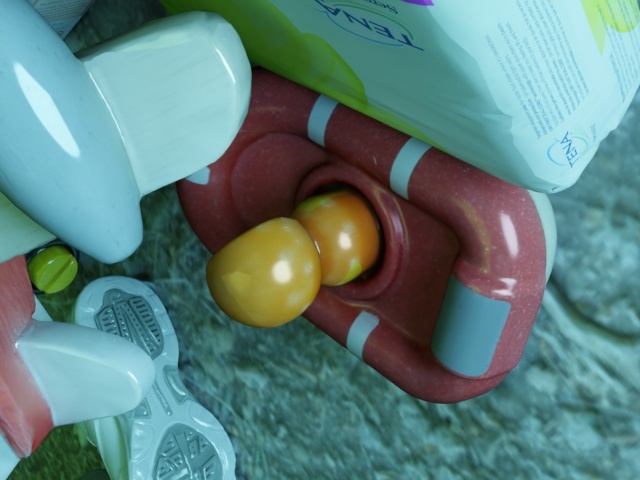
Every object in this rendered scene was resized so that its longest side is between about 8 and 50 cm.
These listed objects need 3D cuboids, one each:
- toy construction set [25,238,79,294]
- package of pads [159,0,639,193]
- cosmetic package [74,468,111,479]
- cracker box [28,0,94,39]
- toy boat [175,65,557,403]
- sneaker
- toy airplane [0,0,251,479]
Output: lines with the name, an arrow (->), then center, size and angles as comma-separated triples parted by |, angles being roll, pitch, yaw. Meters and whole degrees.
toy construction set -> -0.317, -0.023, 0.852 | 0.237, 0.309, 0.257 | -46, 36, 8
package of pads -> -0.010, -0.149, 0.512 | 0.296, 0.229, 0.101 | 31, 84, 33
cosmetic package -> -0.078, 0.377, 0.844 | 0.453, 0.161, 0.230 | 20, 120, 39
cracker box -> -0.257, -0.203, 0.845 | 0.232, 0.067, 0.156 | -32, 84, 48
toy boat -> 0.000, 0.000, 0.611 | 0.231, 0.151, 0.151 | 34, 128, 31
sneaker -> -0.140, 0.147, 0.877 | 0.115, 0.090, 0.232 | -31, 75, 54
toy airplane -> -0.258, -0.021, 0.597 | 0.384, 0.272, 0.386 | 32, 112, 15
